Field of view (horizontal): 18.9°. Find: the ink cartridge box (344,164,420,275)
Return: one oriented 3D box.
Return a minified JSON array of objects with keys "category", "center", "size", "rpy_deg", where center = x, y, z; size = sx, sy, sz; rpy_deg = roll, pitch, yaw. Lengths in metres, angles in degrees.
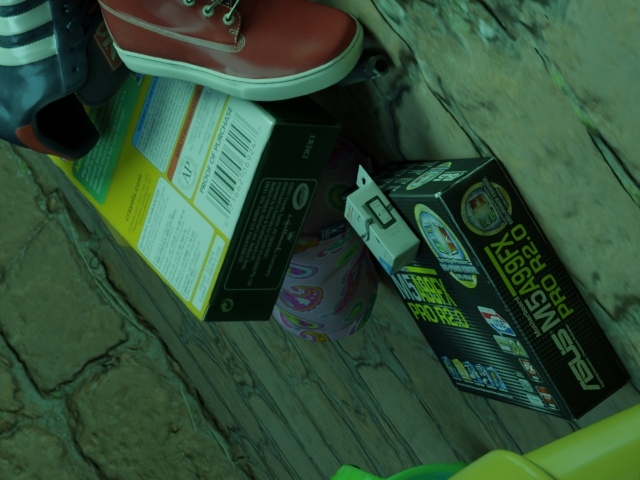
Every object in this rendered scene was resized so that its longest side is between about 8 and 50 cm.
[{"category":"ink cartridge box","center":[0.046,-0.017,1.591],"size":[0.083,0.028,0.048],"rpy_deg":[53,167,14]}]

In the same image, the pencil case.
[{"category":"pencil case","center":[0.000,0.000,1.874],"size":[0.124,0.124,0.284],"rpy_deg":[51,165,21]}]

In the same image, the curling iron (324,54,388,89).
[{"category":"curling iron","center":[-0.006,-0.157,1.681],"size":[0.068,0.035,0.274],"rpy_deg":[60,166,-19]}]

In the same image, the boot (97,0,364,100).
[{"category":"boot","center":[-0.092,-0.207,1.569],"size":[0.244,0.088,0.176],"rpy_deg":[9,145,28]}]

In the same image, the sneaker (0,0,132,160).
[{"category":"sneaker","center":[-0.224,-0.210,1.696],"size":[0.148,0.131,0.350],"rpy_deg":[29,140,9]}]

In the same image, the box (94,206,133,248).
[{"category":"box","center":[-0.175,-0.118,2.089],"size":[0.215,0.168,0.345],"rpy_deg":[58,166,-10]}]

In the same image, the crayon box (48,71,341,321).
[{"category":"crayon box","center":[-0.127,-0.094,1.773],"size":[0.323,0.083,0.203],"rpy_deg":[43,121,42]}]

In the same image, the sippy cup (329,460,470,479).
[{"category":"sippy cup","center":[0.141,0.374,2.093],"size":[0.224,0.240,0.305],"rpy_deg":[62,-165,-72]}]

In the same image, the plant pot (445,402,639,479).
[{"category":"plant pot","center":[0.225,0.225,1.342],"size":[0.254,0.239,0.254],"rpy_deg":[52,167,17]}]

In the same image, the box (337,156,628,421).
[{"category":"box","center":[0.129,0.036,1.616],"size":[0.216,0.060,0.270],"rpy_deg":[58,167,-11]}]
